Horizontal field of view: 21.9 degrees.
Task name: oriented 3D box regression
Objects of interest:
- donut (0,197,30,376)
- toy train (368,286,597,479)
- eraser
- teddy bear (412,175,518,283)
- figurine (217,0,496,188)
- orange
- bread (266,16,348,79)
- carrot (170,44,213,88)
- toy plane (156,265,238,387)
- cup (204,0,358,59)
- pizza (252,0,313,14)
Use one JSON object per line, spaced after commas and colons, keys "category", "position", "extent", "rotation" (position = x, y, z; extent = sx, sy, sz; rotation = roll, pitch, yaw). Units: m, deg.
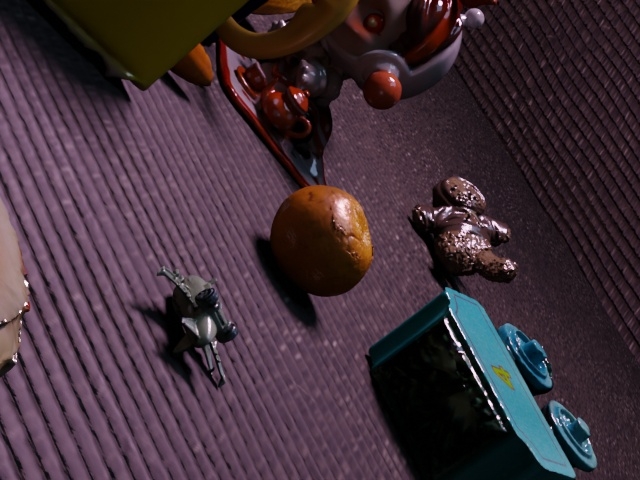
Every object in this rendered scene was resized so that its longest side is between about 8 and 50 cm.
{"category": "donut", "position": [-0.173, -0.013, 0.578], "extent": [0.175, 0.068, 0.174], "rotation": [55, 11, -16]}
{"category": "toy train", "position": [0.123, 0.132, 1.259], "extent": [0.154, 0.107, 0.198], "rotation": [25, 32, -53]}
{"category": "eraser", "position": [-0.092, -0.221, 1.079], "extent": [0.158, 0.226, 0.069], "rotation": [43, 10, -42]}
{"category": "teddy bear", "position": [0.155, 0.000, 1.798], "extent": [0.119, 0.078, 0.160], "rotation": [14, 36, -17]}
{"category": "figurine", "position": [0.046, -0.172, 1.461], "extent": [0.160, 0.226, 0.183], "rotation": [51, 13, -24]}
{"category": "orange", "position": [0.000, 0.000, 1.199], "extent": [0.083, 0.070, 0.083], "rotation": [-19, 90, -72]}
{"category": "bread", "position": [0.026, -0.202, 1.629], "extent": [0.160, 0.160, 0.073], "rotation": [-66, 140, -76]}
{"category": "carrot", "position": [-0.153, -0.201, 1.176], "extent": [0.271, 0.066, 0.062], "rotation": [56, 36, -52]}
{"category": "toy plane", "position": [-0.067, 0.040, 0.921], "extent": [0.083, 0.033, 0.080], "rotation": [-101, 165, -62]}
{"category": "cup", "position": [-0.023, -0.275, 1.397], "extent": [0.255, 0.256, 0.178], "rotation": [59, 12, 11]}
{"category": "pizza", "position": [-0.124, -0.333, 1.604], "extent": [0.297, 0.071, 0.189], "rotation": [53, 24, 2]}
